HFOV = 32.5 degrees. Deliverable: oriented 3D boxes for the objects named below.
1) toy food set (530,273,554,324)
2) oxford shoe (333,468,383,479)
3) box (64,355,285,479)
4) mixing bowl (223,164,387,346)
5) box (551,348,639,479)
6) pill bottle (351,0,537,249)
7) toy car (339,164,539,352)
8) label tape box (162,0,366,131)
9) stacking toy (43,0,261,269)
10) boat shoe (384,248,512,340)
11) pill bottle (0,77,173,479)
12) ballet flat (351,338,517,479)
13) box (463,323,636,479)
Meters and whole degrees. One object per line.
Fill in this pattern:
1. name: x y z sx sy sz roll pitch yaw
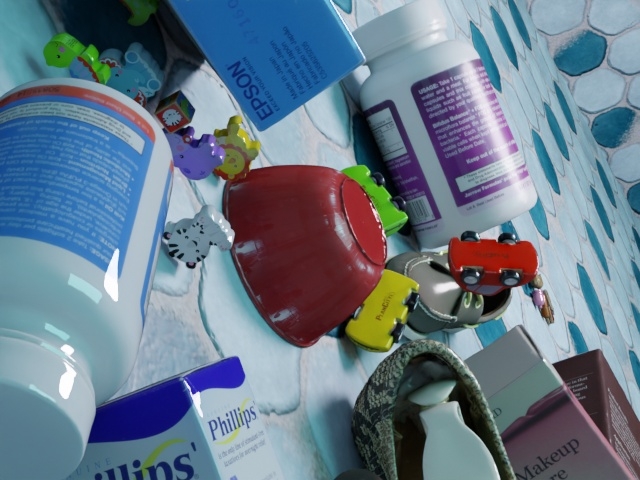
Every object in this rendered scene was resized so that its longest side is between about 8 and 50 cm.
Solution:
1. toy food set: 0.394 0.104 1.962 0.078 0.019 0.122 -80 150 -53
2. oxford shoe: 0.043 0.296 0.909 0.076 0.076 0.212 90 -10 -59
3. box: -0.089 0.153 0.630 0.072 0.126 0.137 -10 78 -66
4. mixing bowl: 0.000 0.000 1.026 0.181 0.098 0.181 49 29 -40
5. box: 0.319 0.282 1.407 0.168 0.167 0.203 57 24 -25
6. pill bottle: 0.152 -0.155 1.435 0.301 0.169 0.169 67 21 -3
7. toy car: 0.087 0.008 1.201 0.225 0.239 0.053 53 -26 30
8. label tape box: -0.114 -0.266 0.958 0.249 0.115 0.347 55 -2 -29
9. stacking toy: -0.132 -0.103 0.888 0.221 0.052 0.167 54 23 -25
10. boat shoe: 0.155 0.059 1.339 0.305 0.091 0.109 10 60 -65
11. pill bottle: -0.155 0.019 0.606 0.124 0.124 0.221 52 26 -34
12. ballet flat: 0.137 0.305 0.930 0.182 0.164 0.482 96 -21 -65
13. box: 0.233 0.235 1.192 0.232 0.149 0.127 52 6 -12
